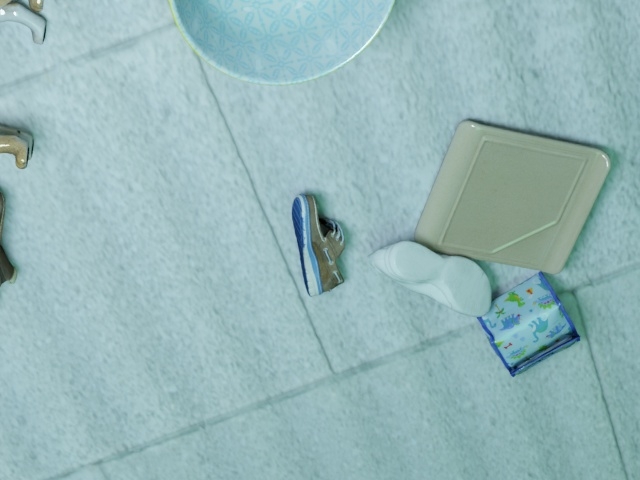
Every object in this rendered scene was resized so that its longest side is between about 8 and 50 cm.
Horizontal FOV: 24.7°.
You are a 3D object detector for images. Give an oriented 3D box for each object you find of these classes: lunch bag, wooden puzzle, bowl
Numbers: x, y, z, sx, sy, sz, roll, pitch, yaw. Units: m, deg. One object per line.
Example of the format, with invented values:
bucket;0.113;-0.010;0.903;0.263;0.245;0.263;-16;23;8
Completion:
lunch bag;0.329;0.144;2.281;0.129;0.096;0.151;-29;138;5
wooden puzzle;0.281;-0.064;2.163;0.239;0.044;0.221;12;120;-13
bowl;-0.055;-0.356;1.826;0.290;0.156;0.289;-5;124;-8

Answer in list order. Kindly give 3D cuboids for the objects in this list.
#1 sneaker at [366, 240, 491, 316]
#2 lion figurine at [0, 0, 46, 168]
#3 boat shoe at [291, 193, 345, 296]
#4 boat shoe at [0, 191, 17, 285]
sneaker;0.163;0.054;2.192;0.212;0.094;0.080;28;70;-31
lion figurine;-0.483;-0.209;1.870;0.240;0.142;0.392;8;107;-8
boat shoe;0.000;0.000;2.136;0.066;0.066;0.183;-15;135;-8
boat shoe;-0.473;0.032;2.049;0.095;0.095;0.257;5;129;-31
